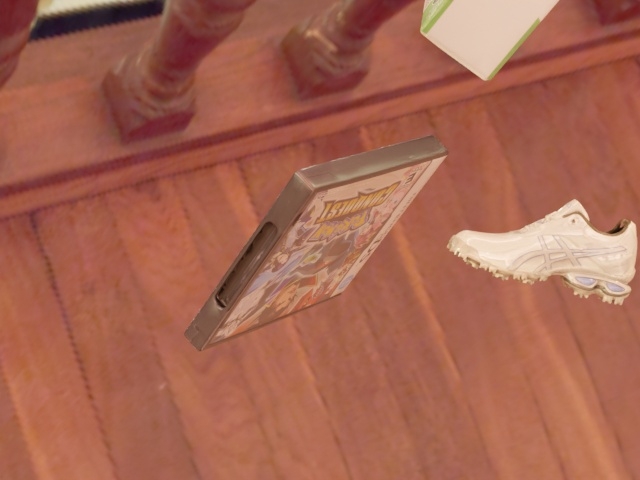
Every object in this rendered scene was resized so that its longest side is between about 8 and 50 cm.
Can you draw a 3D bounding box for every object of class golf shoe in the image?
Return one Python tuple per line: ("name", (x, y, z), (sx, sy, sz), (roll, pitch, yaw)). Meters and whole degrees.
("golf shoe", (0.204, -0.001, 1.243), (0.176, 0.069, 0.086), (11, 101, -11))

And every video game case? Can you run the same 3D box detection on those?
("video game case", (0.000, 0.000, 1.510), (0.035, 0.248, 0.275), (47, 33, 17))

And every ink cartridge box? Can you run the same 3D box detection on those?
("ink cartridge box", (0.238, -0.362, 1.780), (0.117, 0.201, 0.278), (34, 28, -12))
